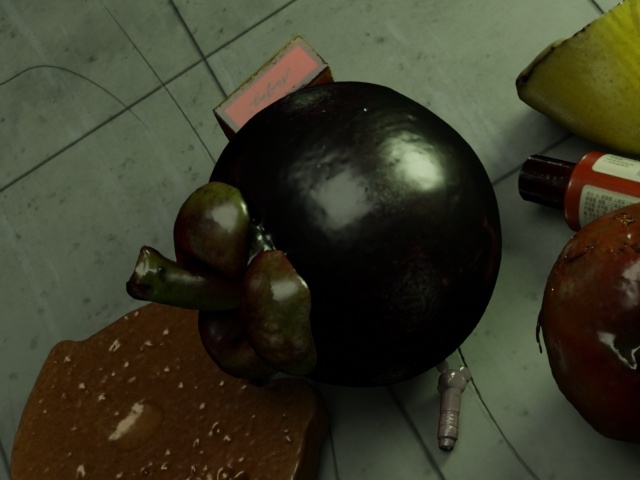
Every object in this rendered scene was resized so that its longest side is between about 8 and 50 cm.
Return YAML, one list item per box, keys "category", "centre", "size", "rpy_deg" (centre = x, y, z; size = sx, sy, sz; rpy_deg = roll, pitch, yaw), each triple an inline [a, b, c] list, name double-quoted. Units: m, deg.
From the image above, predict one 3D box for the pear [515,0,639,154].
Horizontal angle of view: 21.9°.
- category: "pear"
  centre: [0.390, -0.194, 2.050]
  size: [0.267, 0.267, 0.178]
  rpy_deg: [-30, 74, 5]

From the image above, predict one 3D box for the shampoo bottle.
- category: "shampoo bottle"
  centre: [0.368, -0.047, 1.997]
  size: [0.278, 0.104, 0.104]
  rpy_deg: [18, 68, 34]

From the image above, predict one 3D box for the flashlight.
- category: "flashlight"
  centre: [0.154, 0.199, 1.986]
  size: [0.031, 0.052, 0.110]
  rpy_deg: [-31, 45, 54]

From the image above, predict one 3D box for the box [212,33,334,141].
- category: "box"
  centre: [-0.050, -0.163, 2.195]
  size: [0.153, 0.240, 0.074]
  rpy_deg: [-39, 75, -4]

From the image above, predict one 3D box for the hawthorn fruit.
- category: "hawthorn fruit"
  centre: [0.389, 0.089, 1.789]
  size: [0.316, 0.316, 0.316]
  rpy_deg: [-13, 54, 18]

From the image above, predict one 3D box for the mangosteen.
- category: "mangosteen"
  centre: [0.000, 0.000, 1.949]
  size: [0.382, 0.435, 0.382]
  rpy_deg: [13, 108, 46]

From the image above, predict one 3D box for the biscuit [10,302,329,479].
- category: "biscuit"
  centre: [-0.207, 0.259, 2.096]
  size: [0.455, 0.078, 0.350]
  rpy_deg: [32, 73, 37]
